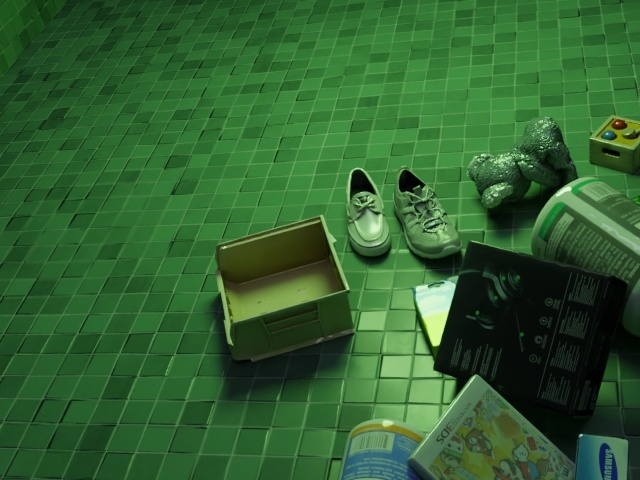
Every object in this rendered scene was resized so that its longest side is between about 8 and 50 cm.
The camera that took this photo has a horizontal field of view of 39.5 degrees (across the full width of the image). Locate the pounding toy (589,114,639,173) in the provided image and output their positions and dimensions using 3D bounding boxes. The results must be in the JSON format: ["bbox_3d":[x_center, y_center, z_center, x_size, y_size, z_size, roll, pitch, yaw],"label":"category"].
[{"bbox_3d":[0.718,-0.237,2.065,0.141,0.100,0.130,22,50,37],"label":"pounding toy"}]

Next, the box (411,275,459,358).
[{"bbox_3d":[0.252,0.151,1.765,0.109,0.042,0.178,-13,38,-1],"label":"box"}]

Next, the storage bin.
[{"bbox_3d":[-0.083,0.099,1.864,0.260,0.123,0.262,-15,38,-3],"label":"storage bin"}]

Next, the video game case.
[{"bbox_3d":[0.277,0.355,1.410,0.227,0.026,0.206,43,53,6],"label":"video game case"}]

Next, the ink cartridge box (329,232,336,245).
[{"bbox_3d":[0.000,0.000,2.039,0.048,0.028,0.083,-26,39,-16],"label":"ink cartridge box"}]

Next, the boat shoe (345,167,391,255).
[{"bbox_3d":[0.105,-0.071,2.049,0.096,0.088,0.268,-9,38,5],"label":"boat shoe"}]

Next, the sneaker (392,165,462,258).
[{"bbox_3d":[0.221,-0.062,1.980,0.105,0.115,0.281,-21,39,-10],"label":"sneaker"}]

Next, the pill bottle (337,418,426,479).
[{"bbox_3d":[0.090,0.427,1.381,0.152,0.152,0.272,0,40,16],"label":"pill bottle"}]

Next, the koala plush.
[{"bbox_3d":[0.443,-0.158,1.996,0.221,0.203,0.196,-21,37,9],"label":"koala plush"}]

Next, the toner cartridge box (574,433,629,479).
[{"bbox_3d":[0.384,0.461,1.242,0.075,0.165,0.348,3,41,18],"label":"toner cartridge box"}]

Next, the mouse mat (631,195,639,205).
[{"bbox_3d":[0.703,-0.049,1.883,0.152,0.007,0.189,-22,28,-14],"label":"mouse mat"}]

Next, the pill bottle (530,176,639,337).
[{"bbox_3d":[0.583,0.050,1.653,0.204,0.204,0.361,-28,46,-18],"label":"pill bottle"}]

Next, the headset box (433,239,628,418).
[{"bbox_3d":[0.357,0.150,1.566,0.283,0.131,0.247,14,88,31],"label":"headset box"}]
